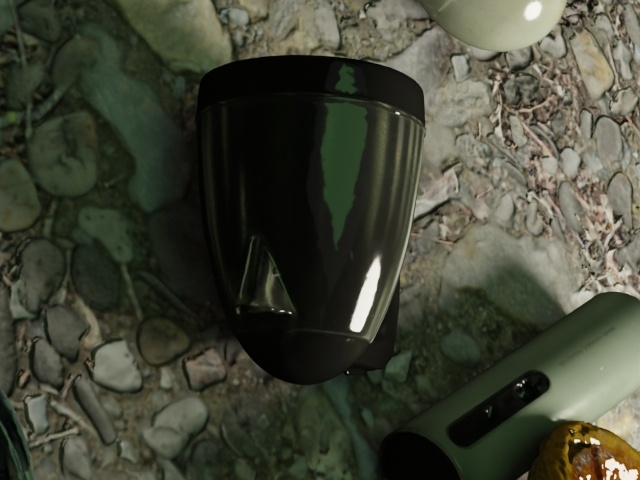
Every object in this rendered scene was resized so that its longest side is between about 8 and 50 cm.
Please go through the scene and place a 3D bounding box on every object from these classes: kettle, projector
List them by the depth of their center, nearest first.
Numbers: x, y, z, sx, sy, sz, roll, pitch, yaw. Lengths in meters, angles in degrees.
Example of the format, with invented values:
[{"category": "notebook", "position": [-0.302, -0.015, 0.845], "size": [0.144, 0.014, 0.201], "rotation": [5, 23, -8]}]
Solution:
[{"category": "kettle", "position": [-0.015, -0.003, 1.527], "size": [0.207, 0.251, 0.271], "rotation": [3, 77, -4]}, {"category": "projector", "position": [0.203, 0.159, 1.662], "size": [0.337, 0.108, 0.108], "rotation": [-28, 92, -40]}]

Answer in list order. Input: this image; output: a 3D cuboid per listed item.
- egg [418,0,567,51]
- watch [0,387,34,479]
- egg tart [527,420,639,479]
[{"category": "egg", "position": [0.164, -0.289, 1.764], "size": [0.209, 0.151, 0.151], "rotation": [44, 53, -6]}, {"category": "watch", "position": [-0.308, 0.177, 1.300], "size": [0.193, 0.068, 0.206], "rotation": [7, 74, -39]}, {"category": "egg tart", "position": [0.263, 0.345, 1.571], "size": [0.351, 0.153, 0.339], "rotation": [62, 32, -10]}]
